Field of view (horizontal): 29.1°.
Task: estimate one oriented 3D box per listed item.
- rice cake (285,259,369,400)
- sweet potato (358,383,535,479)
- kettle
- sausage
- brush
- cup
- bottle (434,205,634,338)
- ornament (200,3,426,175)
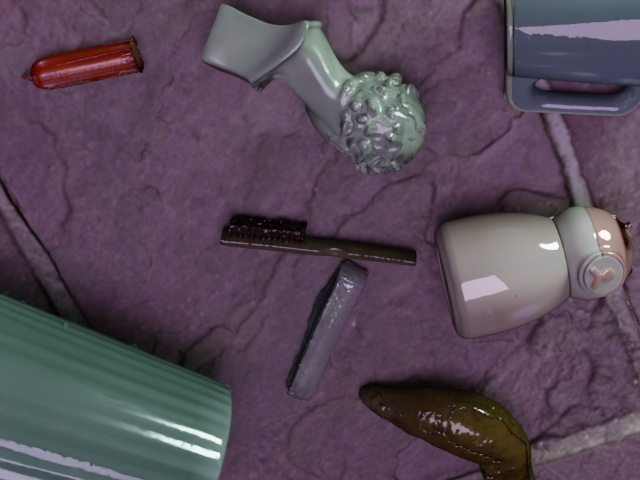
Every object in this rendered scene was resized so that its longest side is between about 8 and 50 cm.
[{"bbox_3d":[0.007,0.119,1.602,0.047,0.036,0.207,14,113,-19],"label":"rice cake"},{"bbox_3d":[0.203,0.264,1.634,0.310,0.098,0.124,36,116,-11],"label":"sweet potato"},{"bbox_3d":[0.329,-0.229,1.404,0.243,0.160,0.211,-2,142,9],"label":"kettle"},{"bbox_3d":[-0.284,-0.204,1.455,0.145,0.050,0.048,-10,155,4],"label":"sausage"},{"bbox_3d":[0.000,0.000,1.544,0.248,0.043,0.036,8,120,-2],"label":"brush"},{"bbox_3d":[-0.348,0.250,1.558,0.392,0.401,0.310,20,79,-13],"label":"cup"},{"bbox_3d":[0.267,0.028,1.501,0.236,0.147,0.148,-12,113,3],"label":"bottle"},{"bbox_3d":[-0.001,-0.182,1.419,0.285,0.130,0.120,33,97,-13],"label":"ornament"}]
